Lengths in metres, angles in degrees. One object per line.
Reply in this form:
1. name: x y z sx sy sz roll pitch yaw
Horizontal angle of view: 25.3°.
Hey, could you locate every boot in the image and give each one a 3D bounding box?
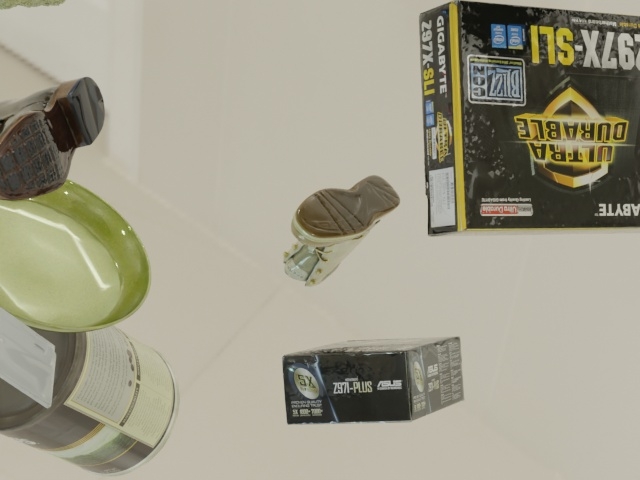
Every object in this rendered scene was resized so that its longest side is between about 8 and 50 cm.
1. boot: -0.293 -0.088 1.351 0.106 0.082 0.219 -7 22 21
2. boot: 0.000 0.000 1.899 0.077 0.165 0.213 51 35 10

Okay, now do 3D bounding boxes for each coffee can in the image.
1. coffee can: -0.341 0.193 1.936 0.201 0.275 0.201 -9 65 21

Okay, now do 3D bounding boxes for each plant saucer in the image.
1. plant saucer: -0.297 0.015 1.510 0.241 0.037 0.241 23 35 -17

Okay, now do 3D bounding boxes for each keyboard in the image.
1. keyboard: -0.304 0.040 1.099 0.256 0.014 0.072 40 26 -26

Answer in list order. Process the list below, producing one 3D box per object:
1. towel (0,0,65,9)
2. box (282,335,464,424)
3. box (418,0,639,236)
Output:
1. towel: -0.189 -0.190 0.742 0.110 0.148 0.027 -13 4 -32
2. box: 0.061 0.153 1.580 0.147 0.077 0.180 -4 0 25
3. box: 0.267 -0.135 1.646 0.322 0.257 0.079 0 -5 -30
